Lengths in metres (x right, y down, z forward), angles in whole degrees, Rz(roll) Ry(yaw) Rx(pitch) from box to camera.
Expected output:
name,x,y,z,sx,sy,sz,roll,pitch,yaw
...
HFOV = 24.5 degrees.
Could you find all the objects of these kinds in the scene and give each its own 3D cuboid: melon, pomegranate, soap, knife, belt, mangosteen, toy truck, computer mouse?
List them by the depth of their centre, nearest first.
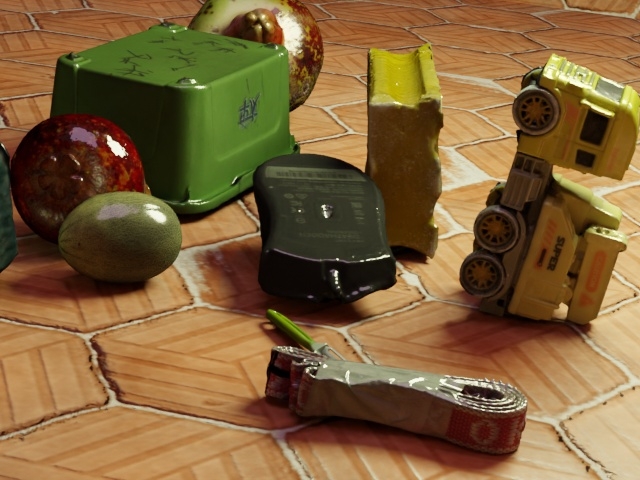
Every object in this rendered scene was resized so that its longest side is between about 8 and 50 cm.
name,x,y,z,sx,sy,sz,roll,pitch,yaw
belt,0.063,0.137,1.276,0.232,0.053,0.071,10,20,10
knife,-0.009,0.102,1.402,0.022,0.026,0.184,41,-4,-33
toy truck,0.250,-0.043,1.527,0.157,0.272,0.124,18,20,8
melon,-0.207,-0.004,1.529,0.130,0.098,0.098,0,20,-26
computer mouse,0.000,0.000,1.588,0.147,0.088,0.264,2,30,-5
mangosteen,-0.270,-0.060,1.640,0.145,0.156,0.181,-27,-2,-14
soap,0.099,-0.118,1.801,0.091,0.199,0.315,2,20,0
pomegranate,-0.095,-0.284,2.152,0.214,0.214,0.248,3,-13,-7

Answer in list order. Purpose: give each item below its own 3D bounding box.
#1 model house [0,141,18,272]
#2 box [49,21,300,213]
name,x,y,z,sx,sy,sz,roll,pitch,yaw
model house,-0.481,-0.019,1.434,0.253,0.184,0.291,25,40,30
box,-0.187,-0.165,1.875,0.252,0.178,0.328,12,20,21
